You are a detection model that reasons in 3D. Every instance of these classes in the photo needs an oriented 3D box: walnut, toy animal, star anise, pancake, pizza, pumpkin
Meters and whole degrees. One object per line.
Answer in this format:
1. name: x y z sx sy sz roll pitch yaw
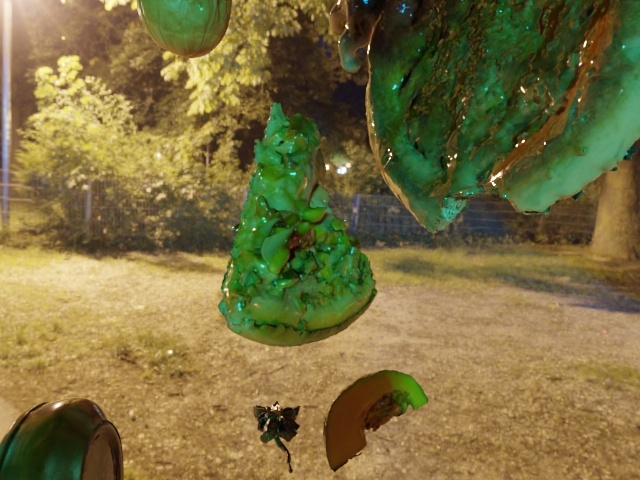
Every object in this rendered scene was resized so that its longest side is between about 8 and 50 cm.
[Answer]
1. walnut: -0.237 -0.424 0.873 0.165 0.197 0.165 7 23 -3
2. toy animal: 0.124 -0.314 0.696 0.234 0.121 0.168 0 -36 -7
3. star anise: -0.081 0.389 1.006 0.098 0.070 0.191 13 10 -17
4. pancake: 0.169 -0.186 0.485 0.071 0.381 0.382 14 1 -33
5. pizza: 0.000 0.000 0.613 0.074 0.287 0.251 -5 -25 33
6. pumpkin: 0.064 0.322 0.976 0.279 0.111 0.163 -21 -5 -37

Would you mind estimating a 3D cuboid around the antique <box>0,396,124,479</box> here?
1. antique: -0.382 0.362 0.738 0.129 0.223 0.278 -10 31 1
